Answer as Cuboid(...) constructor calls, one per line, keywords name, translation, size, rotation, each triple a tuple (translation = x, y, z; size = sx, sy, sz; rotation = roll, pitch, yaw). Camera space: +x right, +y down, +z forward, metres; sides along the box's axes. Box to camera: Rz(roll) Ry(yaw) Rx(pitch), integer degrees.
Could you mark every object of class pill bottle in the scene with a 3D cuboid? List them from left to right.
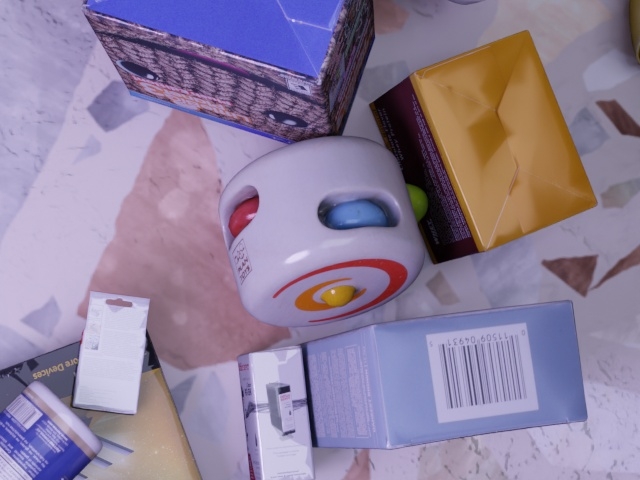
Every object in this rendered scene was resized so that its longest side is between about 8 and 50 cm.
Cuboid(name="pill bottle", translation=(-0.295, 0.222, 1.630), size=(0.094, 0.094, 0.169), rotation=(46, 79, -4))

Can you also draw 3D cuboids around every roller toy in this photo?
Cuboid(name="roller toy", translation=(0.000, 0.000, 1.732), size=(0.209, 0.191, 0.146), rotation=(-22, 66, 15))

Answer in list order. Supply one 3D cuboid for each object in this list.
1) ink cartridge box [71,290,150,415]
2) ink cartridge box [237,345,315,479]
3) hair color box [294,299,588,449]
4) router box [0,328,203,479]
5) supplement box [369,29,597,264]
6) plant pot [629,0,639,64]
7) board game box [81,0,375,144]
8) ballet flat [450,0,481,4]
Cuboid(name="ink cartridge box", translation=(-0.204, 0.110, 1.694), size=(0.063, 0.029, 0.115), rotation=(8, 80, -10))
Cuboid(name="ink cartridge box", translation=(-0.046, 0.178, 1.766), size=(0.056, 0.099, 0.135), rotation=(-5, 85, -11))
Cuboid(name="hair color box", translation=(0.100, 0.134, 1.658), size=(0.185, 0.374, 0.113), rotation=(-6, 85, -12))
Cuboid(name="router box", translation=(-0.281, 0.243, 1.722), size=(0.309, 0.081, 0.243), rotation=(-21, 89, -12))
Cuboid(name="supplement box", translation=(0.163, -0.091, 1.785), size=(0.129, 0.194, 0.191), rotation=(-22, 89, -13))
Cuboid(name="plant pot", translation=(0.391, -0.261, 1.892), size=(0.134, 0.134, 0.095), rotation=(-13, 62, -12))
Cuboid(name="board game box", translation=(-0.079, -0.209, 1.675), size=(0.232, 0.291, 0.141), rotation=(17, 81, 6))
Cuboid(name="ballet flat", translation=(0.181, -0.361, 1.810), size=(0.483, 0.164, 0.182), rotation=(-44, 122, -26))
